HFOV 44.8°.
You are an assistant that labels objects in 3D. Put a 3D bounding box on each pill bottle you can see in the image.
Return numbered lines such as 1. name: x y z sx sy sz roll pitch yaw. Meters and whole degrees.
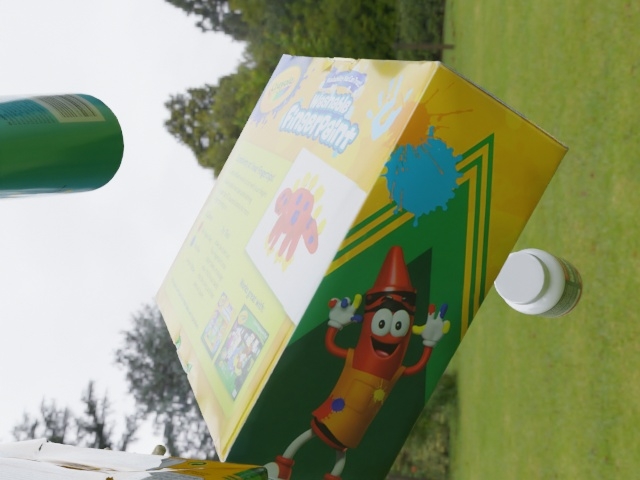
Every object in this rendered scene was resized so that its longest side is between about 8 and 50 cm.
1. pill bottle: 0.355 0.070 1.272 0.180 0.107 0.108 13 -99 -56

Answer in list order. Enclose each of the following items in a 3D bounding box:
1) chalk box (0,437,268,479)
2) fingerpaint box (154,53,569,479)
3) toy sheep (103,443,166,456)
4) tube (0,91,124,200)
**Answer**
1. chalk box: -0.150 0.262 0.399 0.179 0.180 0.289 29 -116 -67
2. fingerpaint box: 0.000 0.000 0.844 0.371 0.163 0.445 -62 23 3
3. toy sheep: -0.185 0.247 0.732 0.132 0.091 0.091 -62 -2 7
4. tube: -0.153 -0.036 0.311 0.207 0.080 0.052 -29 -60 -72
